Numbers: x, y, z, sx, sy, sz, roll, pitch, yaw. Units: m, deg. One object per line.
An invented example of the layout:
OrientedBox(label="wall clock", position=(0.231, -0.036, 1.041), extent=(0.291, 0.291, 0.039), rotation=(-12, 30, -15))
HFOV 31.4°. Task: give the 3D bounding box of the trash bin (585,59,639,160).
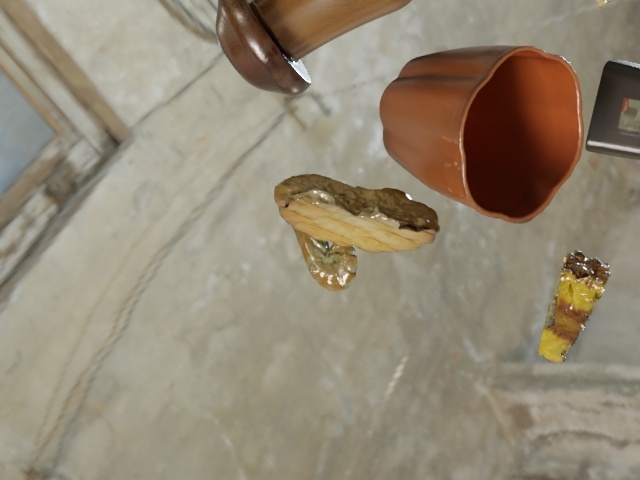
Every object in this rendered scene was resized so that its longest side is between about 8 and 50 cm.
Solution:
OrientedBox(label="trash bin", position=(0.462, -0.144, 1.409), extent=(0.225, 0.115, 0.165), rotation=(16, -166, 20))

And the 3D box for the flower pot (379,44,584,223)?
OrientedBox(label="flower pot", position=(0.166, -0.129, 1.247), extent=(0.190, 0.190, 0.173), rotation=(-47, -144, -14))

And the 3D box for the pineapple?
OrientedBox(label="pineapple", position=(0.414, 0.085, 1.856), extent=(0.079, 0.233, 0.135), rotation=(26, -128, 12))

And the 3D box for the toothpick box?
OrientedBox(label="toothpick box", position=(-0.009, -0.341, 1.649), extent=(0.294, 0.192, 0.192), rotation=(-33, -152, 9))

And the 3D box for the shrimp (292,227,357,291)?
OrientedBox(label="shrimp", position=(0.000, 0.000, 1.873), extent=(0.099, 0.180, 0.041), rotation=(-35, 170, 40))

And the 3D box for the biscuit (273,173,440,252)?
OrientedBox(label="biscuit", position=(0.038, -0.032, 1.252), extent=(0.118, 0.183, 0.061), rotation=(105, -4, -71))

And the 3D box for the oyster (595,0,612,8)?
OrientedBox(label="oyster", position=(0.486, -0.467, 1.600), extent=(0.166, 0.110, 0.341), rotation=(-40, 170, -21))
